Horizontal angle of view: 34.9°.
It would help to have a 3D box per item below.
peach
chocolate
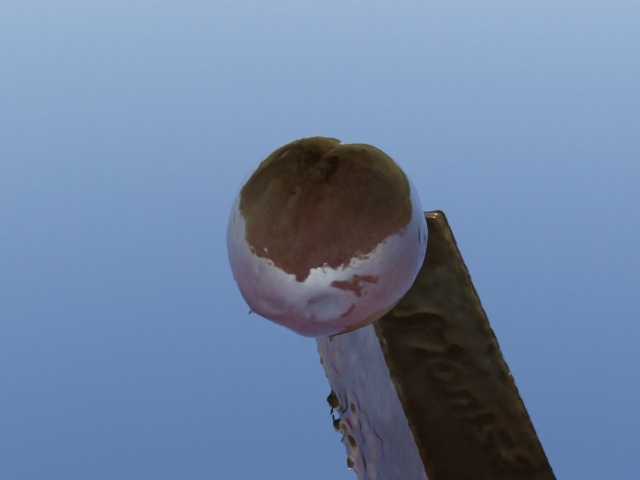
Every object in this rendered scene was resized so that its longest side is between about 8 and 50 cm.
[{"bbox_3d":[0.002,0.000,0.410,0.083,0.083,0.083,-2,-148,1],"label":"peach"},{"bbox_3d":[0.081,0.129,0.658,0.112,0.112,0.321,-4,-125,-18],"label":"chocolate"}]
